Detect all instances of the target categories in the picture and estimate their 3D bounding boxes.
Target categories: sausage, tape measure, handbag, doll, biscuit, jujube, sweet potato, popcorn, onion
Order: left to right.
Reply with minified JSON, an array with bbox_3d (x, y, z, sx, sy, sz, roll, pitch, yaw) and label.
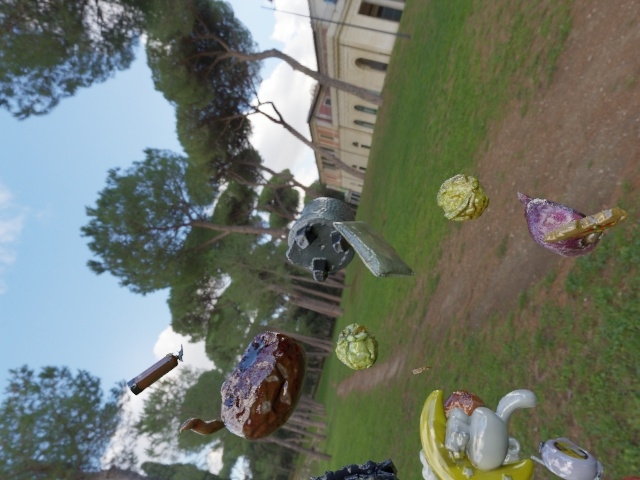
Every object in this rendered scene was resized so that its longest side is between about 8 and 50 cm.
[{"bbox_3d":[-0.444,0.718,1.545,0.202,0.058,0.055,28,-101,-42],"label":"sweet potato"},{"bbox_3d":[-0.202,0.534,1.480,0.276,0.277,0.376,88,-162,-69],"label":"jujube"},{"bbox_3d":[0.139,0.942,1.532,0.118,0.326,0.269,-102,-7,-49],"label":"handbag"},{"bbox_3d":[0.117,0.323,1.222,0.141,0.136,0.162,-25,-33,-50],"label":"popcorn"},{"bbox_3d":[0.475,0.626,1.419,0.258,0.133,0.133,-57,4,34],"label":"sausage"},{"bbox_3d":[0.545,-0.160,1.515,0.198,0.156,0.197,172,90,-67],"label":"popcorn"},{"bbox_3d":[0.335,0.436,0.862,0.111,0.238,0.251,51,-134,-65],"label":"doll"},{"bbox_3d":[0.872,-0.054,1.540,0.159,0.267,0.349,-56,36,8],"label":"onion"},{"bbox_3d":[0.919,0.825,1.493,0.196,0.179,0.105,-154,73,-76],"label":"tape measure"},{"bbox_3d":[0.761,-0.038,1.120,0.212,0.239,0.041,-41,59,56],"label":"biscuit"}]

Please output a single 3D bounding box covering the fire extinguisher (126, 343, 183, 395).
[{"bbox_3d":[-0.473,0.376,1.172,0.177,0.062,0.050,-35,-35,-20],"label":"fire extinguisher"}]

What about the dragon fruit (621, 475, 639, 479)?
[{"bbox_3d":[0.854,0.738,1.029,0.261,0.189,0.163,-60,-10,-30],"label":"dragon fruit"}]

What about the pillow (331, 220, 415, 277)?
[{"bbox_3d":[0.183,0.029,1.381,0.185,0.302,0.074,2,-54,-38],"label":"pillow"}]

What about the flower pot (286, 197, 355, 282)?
[{"bbox_3d":[0.000,0.000,1.644,0.282,0.299,0.298,-76,-2,-54],"label":"flower pot"}]

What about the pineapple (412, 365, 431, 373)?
[{"bbox_3d":[0.421,0.544,1.682,0.045,0.083,0.019,11,-125,-58],"label":"pineapple"}]

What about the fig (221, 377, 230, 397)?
[{"bbox_3d":[-0.314,0.649,1.672,0.149,0.202,0.148,-44,19,14],"label":"fig"}]
